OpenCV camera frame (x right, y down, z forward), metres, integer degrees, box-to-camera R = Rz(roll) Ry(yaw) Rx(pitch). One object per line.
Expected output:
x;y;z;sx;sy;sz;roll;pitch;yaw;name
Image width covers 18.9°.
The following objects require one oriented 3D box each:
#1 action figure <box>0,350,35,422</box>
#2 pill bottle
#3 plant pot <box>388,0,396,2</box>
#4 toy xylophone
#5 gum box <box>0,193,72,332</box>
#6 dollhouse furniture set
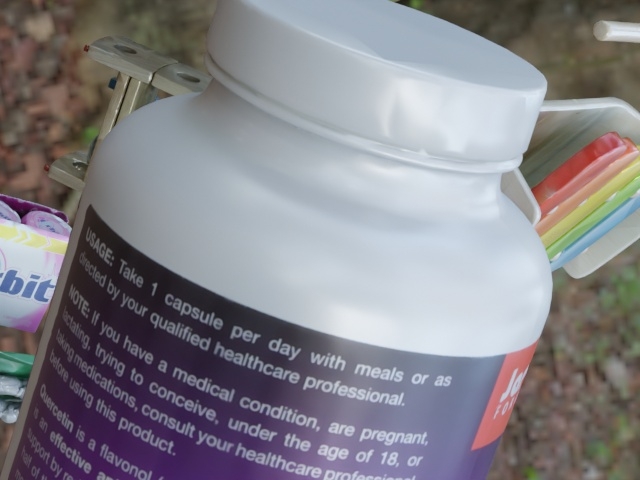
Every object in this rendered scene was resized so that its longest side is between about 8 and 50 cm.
-0.247;0.151;1.808;0.232;0.137;0.063;6;53;-39;action figure
-0.023;0.070;0.741;0.181;0.181;0.323;-30;141;-68;pill bottle
0.044;-0.353;1.616;0.366;0.353;0.366;55;2;-3;plant pot
0.148;-0.039;1.190;0.322;0.236;0.081;-16;69;-54;toy xylophone
-0.327;0.011;1.798;0.188;0.107;0.062;17;20;-34;gum box
-0.139;-0.108;1.725;0.129;0.129;0.183;-68;170;19;dollhouse furniture set
